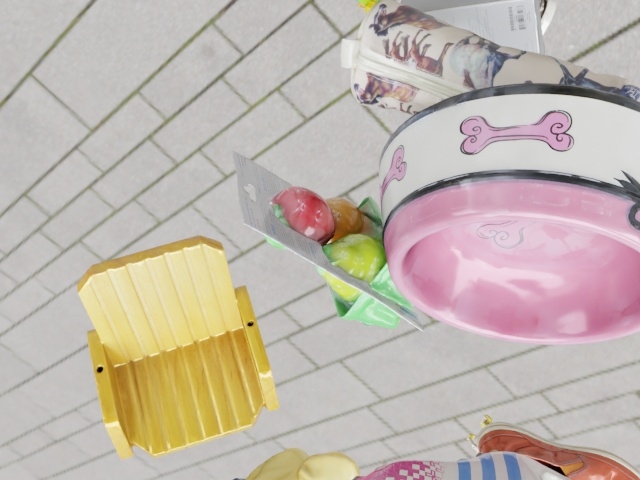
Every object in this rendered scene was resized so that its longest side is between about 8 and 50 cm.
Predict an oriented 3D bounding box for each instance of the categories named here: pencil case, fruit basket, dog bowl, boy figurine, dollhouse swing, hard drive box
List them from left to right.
[{"bbox_3d":[-0.288,0.218,1.606,0.346,0.315,0.305,-15,153,-9],"label":"dollhouse swing"},{"bbox_3d":[-0.065,0.385,1.239,0.285,0.177,0.092,-21,105,16],"label":"boy figurine"},{"bbox_3d":[0.000,0.000,1.357,0.353,0.327,0.165,25,109,-21],"label":"fruit basket"},{"bbox_3d":[0.264,-0.340,1.391,0.232,0.089,0.181,-2,128,20],"label":"hard drive box"},{"bbox_3d":[0.236,-0.215,1.156,0.410,0.183,0.160,24,109,18],"label":"pencil case"},{"bbox_3d":[0.260,-0.004,0.985,0.407,0.150,0.408,11,152,6],"label":"dog bowl"}]

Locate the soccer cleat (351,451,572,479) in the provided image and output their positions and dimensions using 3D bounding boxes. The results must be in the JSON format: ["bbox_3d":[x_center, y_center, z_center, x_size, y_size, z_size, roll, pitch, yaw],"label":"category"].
[{"bbox_3d":[0.134,0.249,0.697,0.143,0.331,0.116,5,93,41],"label":"soccer cleat"}]

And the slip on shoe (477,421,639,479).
[{"bbox_3d":[0.447,0.435,1.478,0.331,0.101,0.123,19,121,-4],"label":"slip on shoe"}]

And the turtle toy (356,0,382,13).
[{"bbox_3d":[0.070,-0.421,1.268,0.130,0.095,0.066,44,169,-36],"label":"turtle toy"}]

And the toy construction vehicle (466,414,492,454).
[{"bbox_3d":[0.357,0.423,1.688,0.035,0.098,0.086,-3,128,-37],"label":"toy construction vehicle"}]

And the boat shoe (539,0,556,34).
[{"bbox_3d":[0.385,-0.392,1.744,0.096,0.117,0.324,24,113,-10],"label":"boat shoe"}]
